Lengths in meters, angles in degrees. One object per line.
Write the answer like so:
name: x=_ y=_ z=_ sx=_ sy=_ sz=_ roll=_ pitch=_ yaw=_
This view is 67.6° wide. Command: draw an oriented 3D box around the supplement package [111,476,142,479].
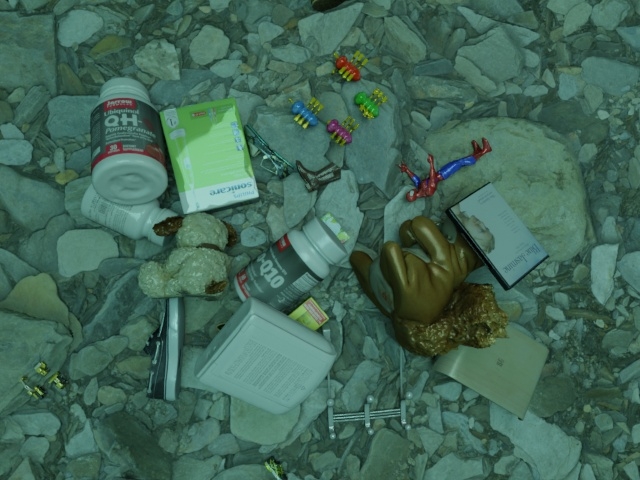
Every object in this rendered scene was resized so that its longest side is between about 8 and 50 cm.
supplement package: x=-0.490 y=0.767 z=1.270 sx=0.203 sy=0.149 sz=0.194 roll=10 pitch=88 yaw=-4

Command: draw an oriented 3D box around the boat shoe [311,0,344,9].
boat shoe: x=0.047 y=-0.729 z=1.395 sx=0.178 sy=0.064 sz=0.060 roll=-27 pitch=86 yaw=-11

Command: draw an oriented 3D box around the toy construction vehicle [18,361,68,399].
toy construction vehicle: x=-0.765 y=0.391 z=1.315 sx=0.086 sy=0.035 sz=0.098 roll=-43 pitch=92 yaw=-4

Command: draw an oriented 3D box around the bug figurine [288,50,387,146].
bug figurine: x=0.053 y=-0.397 z=1.380 sx=0.216 sy=0.072 sz=0.279 roll=44 pitch=81 yaw=-8

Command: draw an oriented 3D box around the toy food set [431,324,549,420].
toy food set: x=0.502 y=0.353 z=1.398 sx=0.306 sy=0.092 sz=0.219 roll=31 pitch=75 yaw=-4

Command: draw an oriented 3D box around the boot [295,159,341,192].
boot: x=-0.004 y=-0.207 z=1.388 sx=0.114 sy=0.037 sz=0.106 roll=-26 pitch=104 yaw=-1

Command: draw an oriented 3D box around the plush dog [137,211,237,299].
plush dog: x=-0.315 y=0.035 z=1.243 sx=0.263 sy=0.211 sz=0.225 roll=9 pitch=72 yaw=-42

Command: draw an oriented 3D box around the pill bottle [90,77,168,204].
pill bottle: x=-0.499 y=-0.265 z=1.239 sx=0.177 sy=0.176 sz=0.318 roll=-14 pitch=61 yaw=-5

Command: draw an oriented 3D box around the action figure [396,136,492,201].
action figure: x=0.342 y=-0.228 z=1.390 sx=0.280 sy=0.091 sz=0.139 roll=-39 pitch=98 yaw=-5

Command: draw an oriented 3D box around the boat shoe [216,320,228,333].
boat shoe: x=-0.198 y=0.245 z=1.310 sx=0.190 sy=0.072 sz=0.068 roll=-10 pitch=55 yaw=16

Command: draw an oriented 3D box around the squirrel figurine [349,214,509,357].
squirrel figurine: x=0.344 y=0.109 z=1.307 sx=0.371 sy=0.281 sz=0.396 roll=-22 pitch=82 yaw=-18

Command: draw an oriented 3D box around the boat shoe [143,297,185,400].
boat shoe: x=-0.434 y=0.289 z=1.314 sx=0.102 sy=0.108 sz=0.300 roll=4 pitch=95 yaw=-6

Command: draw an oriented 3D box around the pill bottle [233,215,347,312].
pill bottle: x=-0.079 y=0.072 z=1.286 sx=0.283 sy=0.161 sz=0.161 roll=-39 pitch=92 yaw=9

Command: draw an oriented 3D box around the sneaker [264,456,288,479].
sneaker: x=-0.121 y=0.652 z=1.360 sx=0.083 sy=0.031 sz=0.035 roll=43 pitch=85 yaw=-2

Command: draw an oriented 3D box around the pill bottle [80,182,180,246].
pill bottle: x=-0.510 y=-0.074 z=1.299 sx=0.230 sy=0.131 sz=0.131 roll=25 pitch=87 yaw=-3

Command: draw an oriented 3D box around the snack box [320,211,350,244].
snack box: x=0.000 y=0.000 z=1.382 sx=0.141 sy=0.037 sz=0.100 roll=-40 pitch=90 yaw=-3

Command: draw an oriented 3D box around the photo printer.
photo printer: x=-0.128 y=0.314 z=1.247 sx=0.308 sy=0.107 sz=0.256 roll=33 pitch=104 yaw=-25

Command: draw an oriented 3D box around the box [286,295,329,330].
box: x=-0.090 y=0.263 z=1.359 sx=0.232 sy=0.058 sz=0.087 roll=-38 pitch=91 yaw=-4

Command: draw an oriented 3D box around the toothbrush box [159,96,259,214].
toothbrush box: x=-0.300 y=-0.226 z=1.323 sx=0.207 sy=0.122 sz=0.282 roll=-14 pitch=89 yaw=-6

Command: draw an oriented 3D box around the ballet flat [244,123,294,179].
ballet flat: x=-0.160 y=-0.247 z=1.360 sx=0.188 sy=0.070 sz=0.070 roll=43 pitch=86 yaw=-6

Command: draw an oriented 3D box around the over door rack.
over door rack: x=0.129 y=0.389 z=1.349 sx=0.240 sy=0.108 sz=0.323 roll=-3 pitch=89 yaw=-5

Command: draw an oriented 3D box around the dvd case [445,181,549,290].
dvd case: x=0.459 y=-0.017 z=1.239 sx=0.181 sy=0.022 sz=0.253 roll=-30 pitch=80 yaw=-28
